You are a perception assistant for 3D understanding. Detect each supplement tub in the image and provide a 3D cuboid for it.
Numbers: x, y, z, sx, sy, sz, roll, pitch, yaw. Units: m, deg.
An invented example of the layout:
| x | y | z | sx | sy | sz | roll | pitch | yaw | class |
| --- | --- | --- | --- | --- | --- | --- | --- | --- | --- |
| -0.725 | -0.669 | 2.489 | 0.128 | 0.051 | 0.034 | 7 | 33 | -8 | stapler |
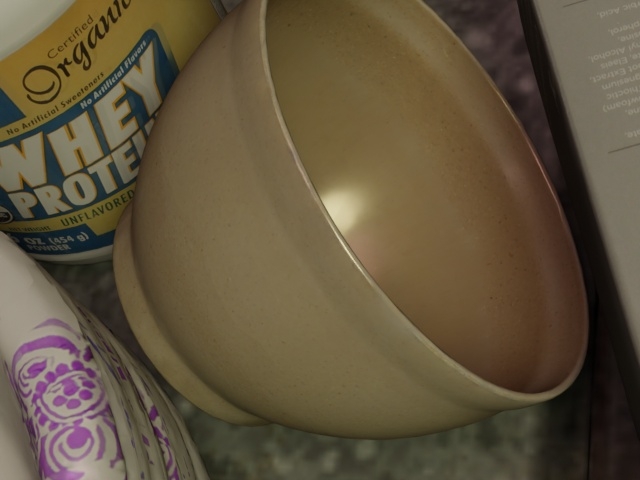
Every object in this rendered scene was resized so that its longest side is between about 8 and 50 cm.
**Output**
| x | y | z | sx | sy | sz | roll | pitch | yaw | class |
| --- | --- | --- | --- | --- | --- | --- | --- | --- | --- |
| -0.119 | -0.091 | 0.449 | 0.144 | 0.199 | 0.144 | -7 | 63 | 14 | supplement tub |

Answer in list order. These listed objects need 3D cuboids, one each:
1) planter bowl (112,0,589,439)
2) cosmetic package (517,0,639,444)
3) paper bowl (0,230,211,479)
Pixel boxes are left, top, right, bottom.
| x | y | z | sx | sy | sz | roll | pitch | yaw | class |
| --- | --- | --- | --- | --- | --- | --- | --- | --- | --- |
| 0.000 | 0.000 | 0.408 | 0.109 | 0.162 | 0.162 | -33 | 56 | 31 | planter bowl |
| 0.133 | 0.006 | 0.370 | 0.107 | 0.127 | 0.238 | -12 | 60 | 11 | cosmetic package |
| -0.166 | 0.132 | 0.383 | 0.284 | 0.148 | 0.284 | -7 | 64 | 13 | paper bowl |
